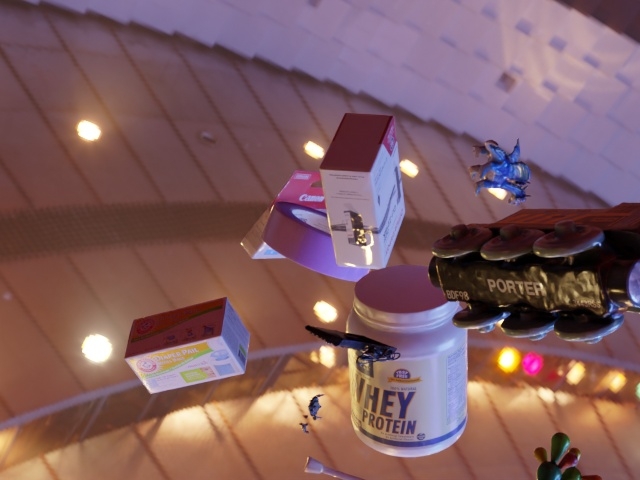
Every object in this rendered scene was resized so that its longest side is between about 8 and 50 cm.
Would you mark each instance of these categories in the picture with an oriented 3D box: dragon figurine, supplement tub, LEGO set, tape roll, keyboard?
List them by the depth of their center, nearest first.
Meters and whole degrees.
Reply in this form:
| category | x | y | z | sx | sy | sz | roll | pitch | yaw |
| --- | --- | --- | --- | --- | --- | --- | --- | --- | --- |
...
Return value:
| category | x | y | z | sx | sy | sz | roll | pitch | yaw |
| --- | --- | --- | --- | --- | --- | --- | --- | --- | --- |
| keyboard | 0.055 | 0.174 | 1.608 | 0.100 | 0.038 | 0.192 | 18 | -179 | 33 |
| LEGO set | -0.018 | 0.312 | 1.840 | 0.024 | 0.054 | 0.083 | 8 | -149 | 36 |
| supplement tub | 0.172 | 0.236 | 1.993 | 0.236 | 0.324 | 0.235 | -3 | -155 | 2 |
| dragon figurine | 0.413 | -0.169 | 2.231 | 0.144 | 0.289 | 0.085 | -9 | -119 | -2 |
| tape roll | 0.000 | 0.000 | 2.427 | 0.275 | 0.090 | 0.275 | 22 | -167 | -5 |

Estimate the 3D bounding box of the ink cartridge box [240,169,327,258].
| category | x | y | z | sx | sy | sz | roll | pitch | yaw |
| --- | --- | --- | --- | --- | --- | --- | --- | --- | --- |
| ink cartridge box | -0.033 | -0.064 | 2.665 | 0.296 | 0.261 | 0.066 | -1 | -134 | -53 |

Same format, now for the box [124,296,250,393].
| category | x | y | z | sx | sy | sz | roll | pitch | yaw |
| --- | --- | --- | --- | --- | --- | --- | --- | --- | --- |
| box | -0.252 | 0.200 | 1.911 | 0.103 | 0.203 | 0.114 | -87 | -24 | -48 |

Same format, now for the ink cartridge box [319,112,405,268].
| category | x | y | z | sx | sy | sz | roll | pitch | yaw |
| --- | --- | --- | --- | --- | --- | --- | --- | --- | --- |
| ink cartridge box | 0.094 | -0.101 | 2.124 | 0.114 | 0.272 | 0.197 | 6 | -136 | 17 |

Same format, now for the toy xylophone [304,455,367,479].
| category | x | y | z | sx | sy | sz | roll | pitch | yaw |
| --- | --- | --- | --- | --- | --- | --- | --- | --- | --- |
| toy xylophone | 0.030 | 0.521 | 1.795 | 0.323 | 0.236 | 0.081 | 24 | 178 | -4 |

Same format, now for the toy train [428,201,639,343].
| category | x | y | z | sx | sy | sz | roll | pitch | yaw |
| --- | --- | --- | --- | --- | --- | --- | --- | --- | --- |
| toy train | 0.278 | 0.028 | 1.186 | 0.190 | 0.334 | 0.142 | -23 | -78 | -30 |

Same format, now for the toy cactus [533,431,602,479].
| category | x | y | z | sx | sy | sz | roll | pitch | yaw |
| --- | --- | --- | --- | --- | --- | --- | --- | --- | --- |
| toy cactus | 0.350 | 0.413 | 1.556 | 0.112 | 0.218 | 0.180 | 27 | -159 | 21 |
